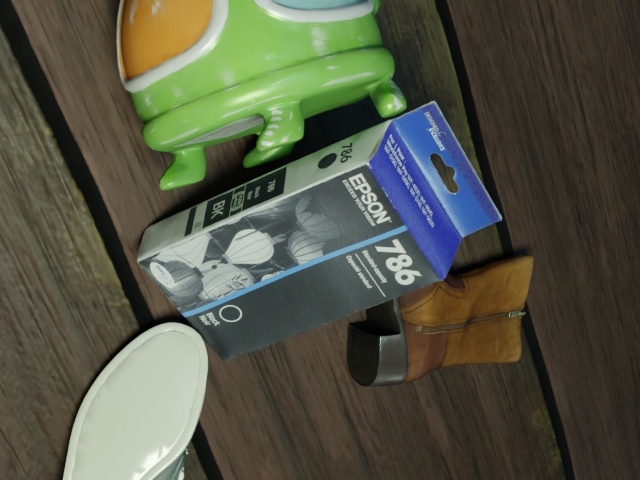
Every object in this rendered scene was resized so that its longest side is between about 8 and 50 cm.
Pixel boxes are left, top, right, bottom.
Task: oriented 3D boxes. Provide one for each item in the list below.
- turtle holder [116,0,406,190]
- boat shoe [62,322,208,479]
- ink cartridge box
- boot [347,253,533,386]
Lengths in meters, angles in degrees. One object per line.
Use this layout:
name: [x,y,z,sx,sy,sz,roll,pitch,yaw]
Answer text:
turtle holder: [-0.041,-0.201,1.062,0.320,0.243,0.227,-20,92,-22]
boat shoe: [-0.199,0.238,1.145,0.099,0.116,0.319,76,33,-75]
ink cartridge box: [0.000,0.000,1.109,0.165,0.333,0.065,54,23,-31]
boot: [0.172,0.045,1.367,0.280,0.096,0.264,-6,103,-37]
